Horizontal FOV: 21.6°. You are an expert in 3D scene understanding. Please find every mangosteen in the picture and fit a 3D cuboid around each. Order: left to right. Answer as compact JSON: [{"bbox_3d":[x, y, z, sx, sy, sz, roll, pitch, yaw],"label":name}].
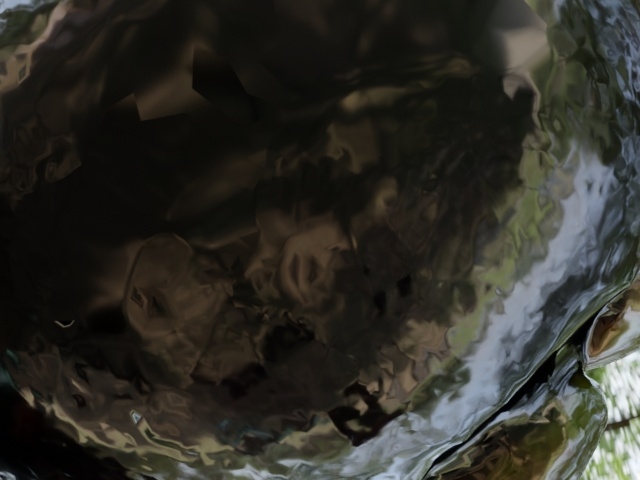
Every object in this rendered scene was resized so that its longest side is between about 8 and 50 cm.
[{"bbox_3d":[0.000,0.000,0.566,0.275,0.275,0.302,-34,-64,8],"label":"mangosteen"}]
